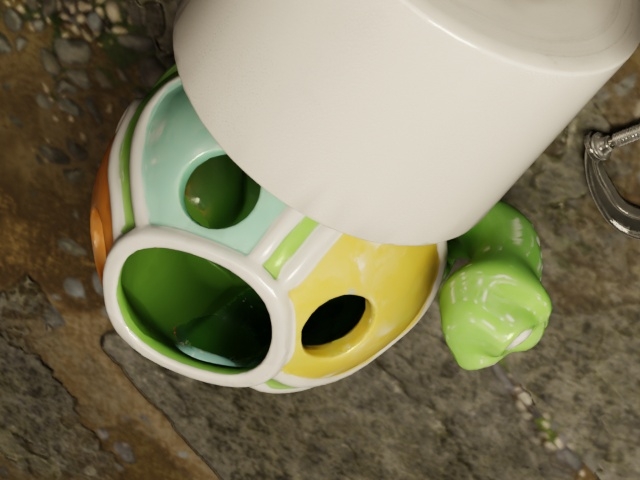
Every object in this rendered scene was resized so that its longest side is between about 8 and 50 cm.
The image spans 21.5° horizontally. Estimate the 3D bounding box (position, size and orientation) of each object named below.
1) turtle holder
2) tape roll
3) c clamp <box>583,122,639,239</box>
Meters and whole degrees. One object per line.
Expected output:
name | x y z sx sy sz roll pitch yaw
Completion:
turtle holder | -0.013 0.008 1.181 0.320 0.227 0.243 37 130 -1
tape roll | 0.053 -0.141 1.035 0.246 0.246 0.169 38 131 -2
c clamp | 0.243 -0.067 1.140 0.160 0.022 0.137 -28 112 36
